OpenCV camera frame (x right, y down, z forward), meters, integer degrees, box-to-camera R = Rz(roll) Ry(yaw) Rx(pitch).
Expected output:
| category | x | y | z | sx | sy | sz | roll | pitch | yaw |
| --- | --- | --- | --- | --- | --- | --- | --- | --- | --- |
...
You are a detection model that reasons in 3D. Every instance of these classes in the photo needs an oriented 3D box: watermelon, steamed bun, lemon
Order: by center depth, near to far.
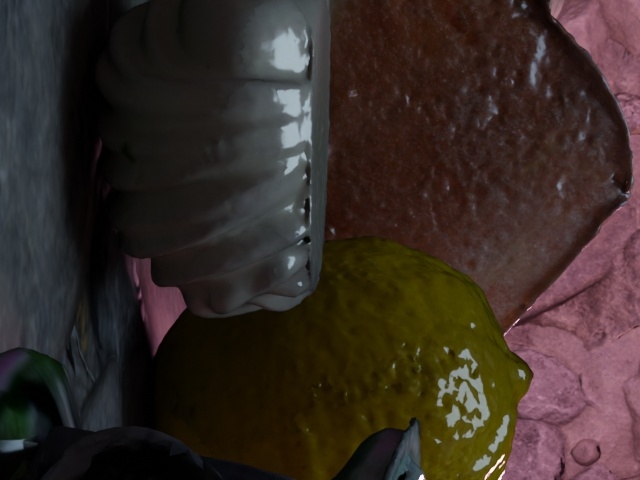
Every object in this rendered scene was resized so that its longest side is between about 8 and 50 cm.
| category | x | y | z | sx | sy | sz | roll | pitch | yaw |
| --- | --- | --- | --- | --- | --- | --- | --- | --- | --- |
| steamed bun | -0.050 | -0.048 | 0.883 | 0.183 | 0.106 | 0.183 | 3 | 90 | -86 |
| lemon | 0.007 | 0.086 | 0.994 | 0.180 | 0.193 | 0.181 | 42 | 39 | -46 |
| watermelon | 0.014 | -0.024 | 1.147 | 0.292 | 0.319 | 0.222 | 52 | 48 | -7 |

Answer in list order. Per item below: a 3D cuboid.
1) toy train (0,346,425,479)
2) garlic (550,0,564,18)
| category | x | y | z | sx | sy | sz | roll | pitch | yaw |
| --- | --- | --- | --- | --- | --- | --- | --- | --- | --- |
| toy train | -0.052 | 0.180 | 0.636 | 0.307 | 0.173 | 0.249 | 75 | 25 | -68 |
| garlic | 0.060 | -0.212 | 1.577 | 0.253 | 0.245 | 0.245 | 49 | 19 | -13 |
